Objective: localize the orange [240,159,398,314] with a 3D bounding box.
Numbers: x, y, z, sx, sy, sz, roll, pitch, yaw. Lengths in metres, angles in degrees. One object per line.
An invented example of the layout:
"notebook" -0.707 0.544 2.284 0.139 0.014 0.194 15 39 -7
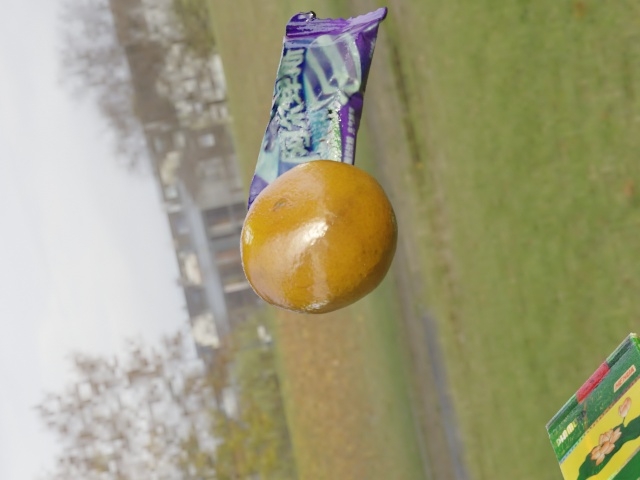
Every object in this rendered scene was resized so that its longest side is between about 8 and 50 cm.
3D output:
"orange" 0.000 0.000 1.461 0.124 0.156 0.156 44 -160 -33

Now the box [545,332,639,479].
"box" 0.274 0.191 1.373 0.034 0.132 0.235 32 -161 -18

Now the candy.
"candy" -0.004 -0.154 1.757 0.070 0.145 0.275 36 -123 -43
